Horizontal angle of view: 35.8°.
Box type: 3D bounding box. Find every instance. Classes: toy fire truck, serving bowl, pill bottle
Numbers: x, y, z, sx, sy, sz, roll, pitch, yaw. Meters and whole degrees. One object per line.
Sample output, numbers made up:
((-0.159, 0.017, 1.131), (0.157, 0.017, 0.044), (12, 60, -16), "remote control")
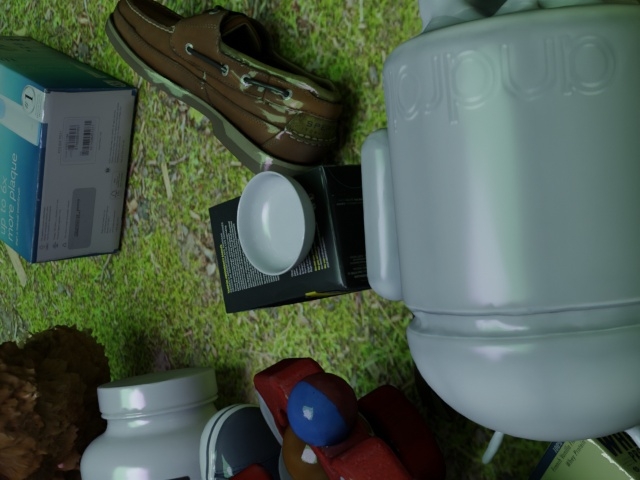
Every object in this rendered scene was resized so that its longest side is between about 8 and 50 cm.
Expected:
((0.042, 0.207, 0.747), (0.302, 0.169, 0.254), (55, 163, 26), "toy fire truck")
((-0.031, -0.014, 0.796), (0.083, 0.027, 0.083), (6, 98, 46), "serving bowl")
((-0.149, 0.303, 1.038), (0.181, 0.181, 0.323), (-10, 88, 48), "pill bottle")

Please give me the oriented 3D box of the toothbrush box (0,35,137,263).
((-0.372, -0.127, 1.260), (0.295, 0.126, 0.217), (30, 117, 42), "toothbrush box")

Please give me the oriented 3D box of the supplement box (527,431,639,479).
((0.207, 0.179, 0.723), (0.083, 0.056, 0.083), (44, 126, 34), "supplement box")

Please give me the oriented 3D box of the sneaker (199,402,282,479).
((-0.001, 0.296, 0.921), (0.127, 0.126, 0.321), (-25, 88, 51), "sneaker")

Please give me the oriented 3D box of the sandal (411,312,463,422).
((0.113, 0.068, 0.822), (0.072, 0.049, 0.180), (31, 132, 47), "sandal")

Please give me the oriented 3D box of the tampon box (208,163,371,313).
((0.000, 0.000, 0.875), (0.161, 0.120, 0.102), (-16, 83, 48), "tampon box")

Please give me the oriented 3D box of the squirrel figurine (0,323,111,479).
((-0.353, 0.289, 1.103), (0.281, 0.370, 0.397), (37, 90, 40), "squirrel figurine")

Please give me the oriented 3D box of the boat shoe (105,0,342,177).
((-0.091, -0.176, 0.970), (0.307, 0.110, 0.105), (39, 119, 26), "boat shoe")

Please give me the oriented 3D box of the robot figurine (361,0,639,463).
((0.147, -0.023, 0.651), (0.299, 0.199, 0.354), (-5, 92, 45), "robot figurine")
